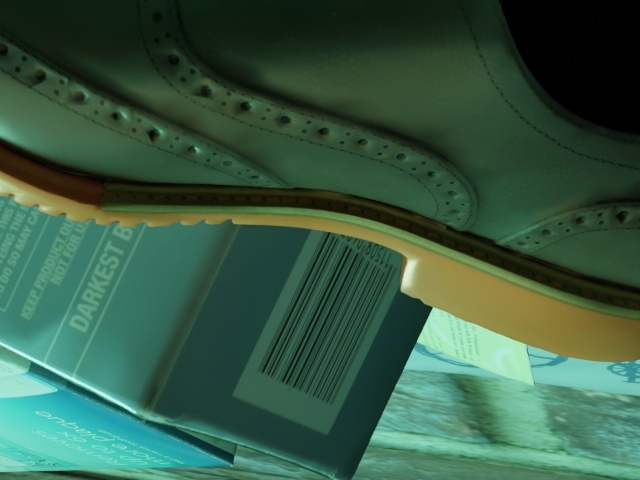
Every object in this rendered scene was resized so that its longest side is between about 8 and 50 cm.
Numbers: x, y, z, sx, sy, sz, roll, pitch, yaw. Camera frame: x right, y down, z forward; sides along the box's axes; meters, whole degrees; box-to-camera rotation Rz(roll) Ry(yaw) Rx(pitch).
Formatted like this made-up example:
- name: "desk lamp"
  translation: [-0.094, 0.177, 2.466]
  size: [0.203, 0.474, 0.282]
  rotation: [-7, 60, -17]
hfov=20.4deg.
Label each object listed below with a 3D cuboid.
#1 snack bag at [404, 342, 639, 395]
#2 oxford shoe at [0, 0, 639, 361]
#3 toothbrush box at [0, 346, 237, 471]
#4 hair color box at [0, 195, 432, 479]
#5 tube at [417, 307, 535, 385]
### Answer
- name: "snack bag"
  translation: [0.196, 0.024, 0.935]
  size: [0.323, 0.037, 0.342]
  rotation: [6, 160, 0]
- name: "oxford shoe"
  translation: [-0.006, -0.056, 0.427]
  size: [0.271, 0.097, 0.098]
  rotation: [16, 139, -17]
- name: "toothbrush box"
  translation: [-0.217, 0.062, 1.176]
  size: [0.295, 0.126, 0.216]
  rotation: [-6, 152, 43]
- name: "hair color box"
  translation: [-0.153, -0.040, 0.693]
  size: [0.374, 0.113, 0.185]
  rotation: [24, 175, 25]
- name: "tube"
  translation: [0.000, 0.000, 0.881]
  size: [0.240, 0.062, 0.070]
  rotation: [25, -165, 28]
